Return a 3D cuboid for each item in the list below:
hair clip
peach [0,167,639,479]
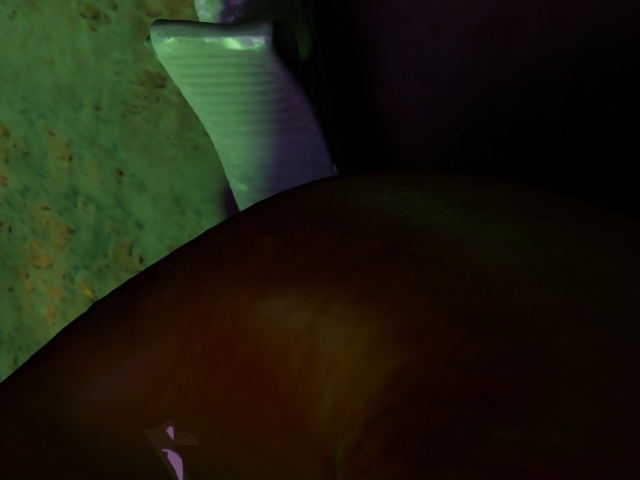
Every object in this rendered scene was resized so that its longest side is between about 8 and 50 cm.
[{"bbox_3d":[0.002,0.001,0.686,0.159,0.071,0.218,6,131,30],"label":"hair clip"},{"bbox_3d":[0.021,0.156,0.548,0.310,0.335,0.406,18,158,17],"label":"peach"}]
